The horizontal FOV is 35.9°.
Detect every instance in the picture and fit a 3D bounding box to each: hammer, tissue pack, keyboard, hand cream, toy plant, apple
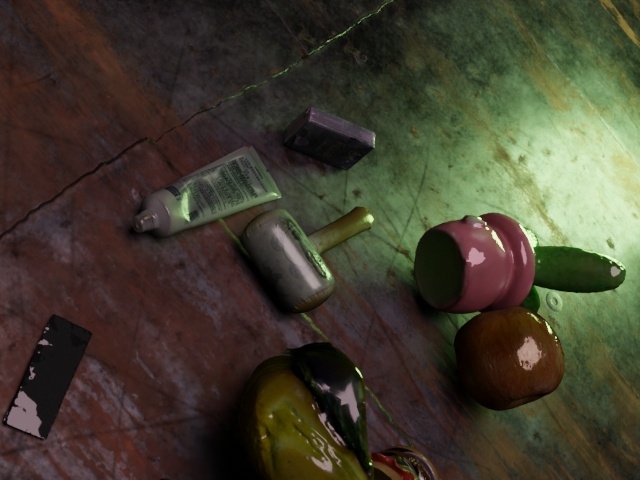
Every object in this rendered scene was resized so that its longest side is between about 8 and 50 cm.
[{"bbox_3d":[0.000,0.000,1.885,0.305,0.113,0.202,-32,90,-44],"label":"hammer"},{"bbox_3d":[0.018,-0.205,1.983,0.156,0.112,0.051,19,60,-24],"label":"tissue pack"},{"bbox_3d":[-0.430,0.214,1.560,0.074,0.015,0.196,31,55,-21],"label":"keyboard"},{"bbox_3d":[-0.213,-0.082,1.819,0.340,0.078,0.124,-27,83,-46],"label":"hand cream"},{"bbox_3d":[0.385,0.056,2.003,0.356,0.317,0.211,5,100,-34],"label":"toy plant"},{"bbox_3d":[0.371,0.230,1.938,0.211,0.211,0.188,-1,68,-33],"label":"apple"}]

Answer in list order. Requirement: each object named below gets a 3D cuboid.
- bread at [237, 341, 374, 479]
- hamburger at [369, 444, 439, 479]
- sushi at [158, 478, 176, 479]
[{"bbox_3d":[-0.024,0.293,1.566,0.208,0.376,0.251,-9,90,-7],"label":"bread"},{"bbox_3d":[0.131,0.435,1.726,0.137,0.175,0.175,-19,79,-51],"label":"hamburger"},{"bbox_3d":[-0.235,0.447,1.438,0.126,0.225,0.136,-25,108,-10],"label":"sushi"}]
